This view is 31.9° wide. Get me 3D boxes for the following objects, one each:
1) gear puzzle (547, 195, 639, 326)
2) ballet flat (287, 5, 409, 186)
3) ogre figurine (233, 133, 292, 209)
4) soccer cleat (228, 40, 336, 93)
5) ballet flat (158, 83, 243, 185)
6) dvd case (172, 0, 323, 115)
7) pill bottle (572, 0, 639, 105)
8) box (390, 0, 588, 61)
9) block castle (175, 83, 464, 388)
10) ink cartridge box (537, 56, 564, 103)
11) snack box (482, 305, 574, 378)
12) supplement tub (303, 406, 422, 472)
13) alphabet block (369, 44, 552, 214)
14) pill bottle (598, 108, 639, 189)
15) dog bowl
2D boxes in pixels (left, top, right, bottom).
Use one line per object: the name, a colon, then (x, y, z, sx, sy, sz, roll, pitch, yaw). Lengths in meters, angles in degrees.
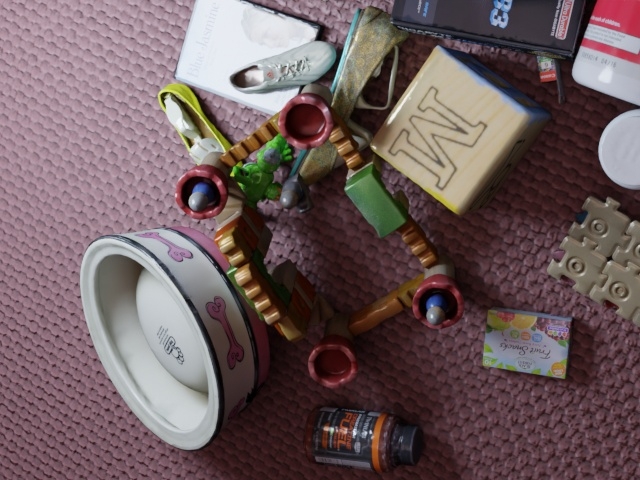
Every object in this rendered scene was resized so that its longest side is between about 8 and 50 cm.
gear puzzle: (0.546, 0.063, 1.791, 0.339, 0.044, 0.175, 31, 120, 15)
ballet flat: (0.054, -0.225, 1.922, 0.123, 0.123, 0.348, 27, 105, 16)
ogre figurine: (-0.111, -0.110, 1.983, 0.197, 0.118, 0.097, -41, 104, 17)
soccer cleat: (-0.067, -0.296, 1.949, 0.196, 0.076, 0.068, -15, 91, 21)
ballet flat: (-0.225, -0.188, 2.047, 0.077, 0.077, 0.231, -36, 83, 19)
dvd case: (-0.133, -0.339, 2.024, 0.253, 0.022, 0.180, 22, 104, 18)
pill bottle: (0.543, -0.394, 1.643, 0.229, 0.229, 0.407, 22, 104, 17)
box: (0.283, -0.450, 1.745, 0.293, 0.073, 0.295, 14, 93, 16)
block castle: (0.000, 0.000, 1.835, 0.303, 0.213, 0.453, -32, 106, 18)
ink cartridge box: (0.371, -0.276, 1.813, 0.029, 0.063, 0.115, -7, 94, 21)
snack box: (0.350, 0.171, 1.888, 0.141, 0.037, 0.100, 7, 100, 20)
supplement tub: (0.077, 0.353, 1.980, 0.198, 0.106, 0.106, 2, 97, 20)
alphabet block: (0.230, -0.178, 1.814, 0.193, 0.192, 0.197, 39, 107, 15)
pill bottle: (0.488, -0.139, 1.699, 0.121, 0.221, 0.121, 3, 97, 21)
dog bowl: (-0.251, 0.156, 1.978, 0.408, 0.150, 0.408, 28, 131, 38)
